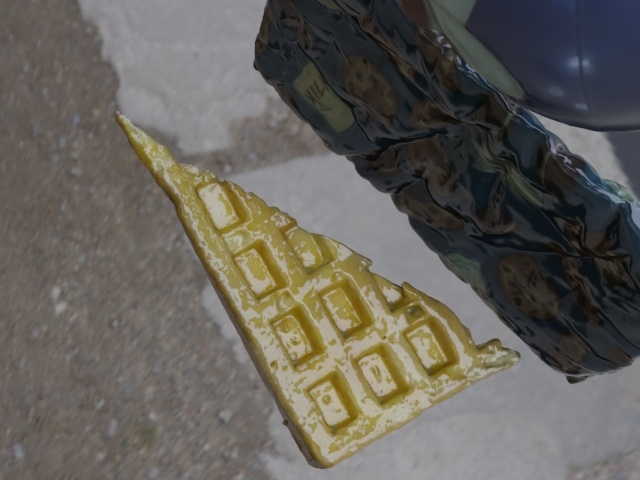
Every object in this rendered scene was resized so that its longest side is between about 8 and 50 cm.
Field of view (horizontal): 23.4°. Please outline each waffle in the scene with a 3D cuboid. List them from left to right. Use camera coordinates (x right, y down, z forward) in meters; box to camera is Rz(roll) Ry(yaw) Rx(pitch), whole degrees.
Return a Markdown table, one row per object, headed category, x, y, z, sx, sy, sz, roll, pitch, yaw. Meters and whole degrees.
| category | x | y | z | sx | sy | sz | roll | pitch | yaw |
| --- | --- | --- | --- | --- | --- | --- | --- | --- | --- |
| waffle | 0.000 | 0.000 | 0.731 | 0.125 | 0.032 | 0.191 | -27 | 89 | -17 |

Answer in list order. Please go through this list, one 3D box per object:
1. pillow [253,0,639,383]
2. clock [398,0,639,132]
| category | x | y | z | sx | sy | sz | roll | pitch | yaw |
| --- | --- | --- | --- | --- | --- | --- | --- | --- | --- |
| pillow | 0.062 | -0.039 | 0.723 | 0.034 | 0.189 | 0.255 | -40 | 83 | -15 |
| clock | 0.101 | -0.155 | 0.485 | 0.147 | 0.199 | 0.243 | 4 | 99 | 17 |
